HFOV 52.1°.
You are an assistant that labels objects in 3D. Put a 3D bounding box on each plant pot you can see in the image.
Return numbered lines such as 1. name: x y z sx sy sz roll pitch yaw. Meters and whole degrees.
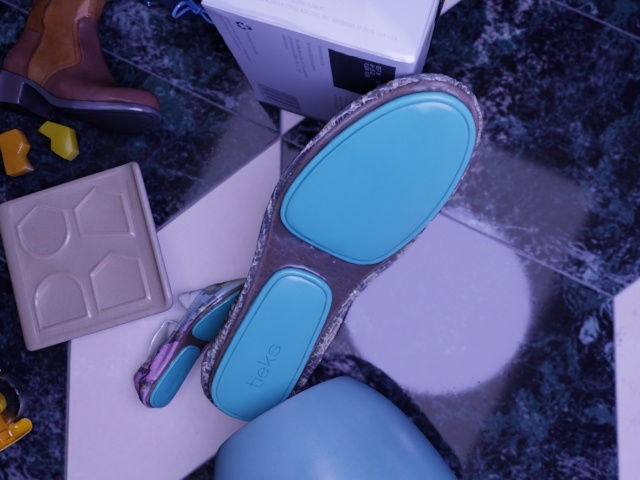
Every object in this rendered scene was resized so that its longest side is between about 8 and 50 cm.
1. plant pot: 0.013 0.300 0.748 0.293 0.293 0.235 -31 71 1

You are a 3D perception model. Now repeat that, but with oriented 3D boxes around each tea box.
1. tea box: 0.045 -0.326 0.758 0.219 0.329 0.324 19 86 5

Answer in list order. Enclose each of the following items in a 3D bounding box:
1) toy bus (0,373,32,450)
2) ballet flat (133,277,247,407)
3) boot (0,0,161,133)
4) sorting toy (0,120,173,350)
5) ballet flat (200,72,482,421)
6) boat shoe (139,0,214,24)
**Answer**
1. toy bus: -0.529 0.218 0.864 0.211 0.149 0.220 -34 87 14
2. ballet flat: -0.177 0.121 0.878 0.079 0.077 0.221 39 89 32
3. boot: -0.302 -0.296 0.896 0.264 0.096 0.281 11 83 27
4. sorting toy: -0.339 -0.023 0.912 0.229 0.041 0.307 -17 82 8
5. ballet flat: 0.000 0.000 0.763 0.164 0.182 0.483 27 116 -12
6. boat shoe: -0.162 -0.327 0.852 0.109 0.258 0.089 8 105 -34
